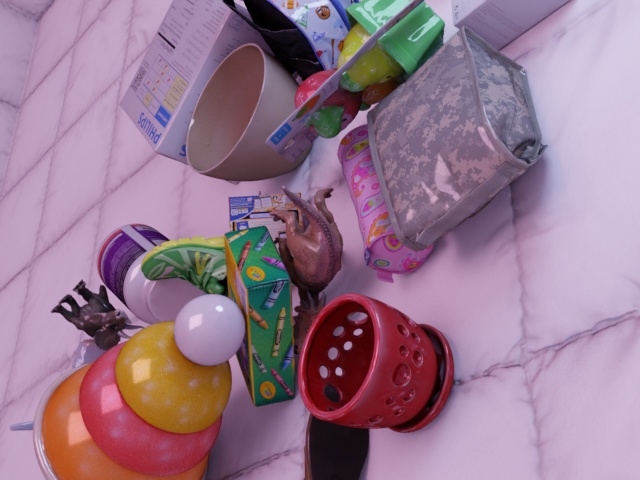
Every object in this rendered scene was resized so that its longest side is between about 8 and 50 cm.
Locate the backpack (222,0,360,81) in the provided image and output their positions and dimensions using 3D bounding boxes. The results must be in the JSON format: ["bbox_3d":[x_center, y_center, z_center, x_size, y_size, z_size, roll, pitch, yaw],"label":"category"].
[{"bbox_3d":[-0.027,-0.442,1.930,0.213,0.276,0.263,-40,43,1],"label":"backpack"}]

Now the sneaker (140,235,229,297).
[{"bbox_3d":[-0.229,0.059,1.925,0.296,0.109,0.123,-5,74,15],"label":"sneaker"}]

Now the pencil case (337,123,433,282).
[{"bbox_3d":[0.104,-0.069,1.610,0.124,0.124,0.284,-44,40,31],"label":"pencil case"}]

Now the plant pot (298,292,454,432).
[{"bbox_3d":[0.087,0.192,1.417,0.191,0.174,0.191,-33,45,40],"label":"plant pot"}]

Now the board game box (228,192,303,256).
[{"bbox_3d":[-0.103,-0.004,1.851,0.045,0.147,0.193,89,177,-53],"label":"board game box"}]

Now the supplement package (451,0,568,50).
[{"bbox_3d":[0.310,-0.409,1.537,0.179,0.105,0.105,-32,46,42],"label":"supplement package"}]

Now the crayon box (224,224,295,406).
[{"bbox_3d":[-0.107,0.136,1.689,0.165,0.081,0.278,-118,22,-51],"label":"crayon box"}]

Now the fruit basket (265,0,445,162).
[{"bbox_3d":[0.064,-0.264,1.646,0.353,0.165,0.327,-49,-5,2],"label":"fruit basket"}]

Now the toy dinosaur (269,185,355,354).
[{"bbox_3d":[-0.004,0.040,1.625,0.295,0.127,0.200,89,167,-45],"label":"toy dinosaur"}]

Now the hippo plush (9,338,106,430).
[{"bbox_3d":[-0.501,0.378,2.178,0.294,0.234,0.236,-53,-1,-13],"label":"hippo plush"}]

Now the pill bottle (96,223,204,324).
[{"bbox_3d":[-0.380,0.081,2.161,0.323,0.182,0.181,29,94,58],"label":"pill bottle"}]

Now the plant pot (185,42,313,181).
[{"bbox_3d":[-0.123,-0.236,1.978,0.284,0.191,0.284,-34,44,40],"label":"plant pot"}]

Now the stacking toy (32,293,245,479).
[{"bbox_3d":[-0.264,0.263,1.686,0.480,0.351,0.350,-48,36,36],"label":"stacking toy"}]

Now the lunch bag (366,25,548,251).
[{"bbox_3d":[0.208,-0.139,1.458,0.235,0.169,0.287,-40,36,35],"label":"lunch bag"}]

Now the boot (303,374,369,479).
[{"bbox_3d":[0.004,0.365,1.505,0.115,0.112,0.305,-36,45,55],"label":"boot"}]

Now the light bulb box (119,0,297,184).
[{"bbox_3d":[-0.258,-0.379,2.232,0.361,0.225,0.358,-60,33,11],"label":"light bulb box"}]

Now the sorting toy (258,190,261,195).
[{"bbox_3d":[-0.143,-0.067,2.045,0.083,0.045,0.075,-43,32,33],"label":"sorting toy"}]

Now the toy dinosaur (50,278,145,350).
[{"bbox_3d":[-0.498,0.170,2.117,0.121,0.160,0.313,-44,10,-11],"label":"toy dinosaur"}]
